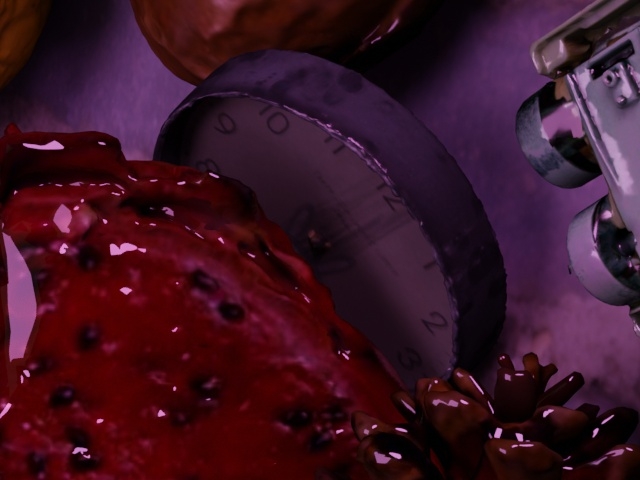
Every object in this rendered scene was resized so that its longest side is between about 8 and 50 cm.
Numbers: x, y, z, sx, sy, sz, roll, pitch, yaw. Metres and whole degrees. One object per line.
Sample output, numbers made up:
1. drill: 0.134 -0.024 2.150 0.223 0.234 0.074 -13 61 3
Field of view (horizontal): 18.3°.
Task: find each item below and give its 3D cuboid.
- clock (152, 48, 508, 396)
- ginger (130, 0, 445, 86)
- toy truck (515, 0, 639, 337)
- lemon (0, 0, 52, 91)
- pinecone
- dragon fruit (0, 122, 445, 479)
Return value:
1. clock: 0.000 0.000 1.064 0.215 0.042 0.215 28 140 27
2. ginger: 0.001 -0.169 1.071 0.321 0.172 0.165 -27 106 46
3. toy truck: 0.197 0.010 0.836 0.128 0.135 0.260 -34 69 46
4. lemon: -0.343 -0.211 1.400 0.336 0.336 0.336 -4 85 52
5. pinecone: 0.065 0.191 0.912 0.246 0.246 0.292 3 76 52
6. dragon fruit: -0.081 0.089 1.102 0.228 0.286 0.329 -168 70 -75
